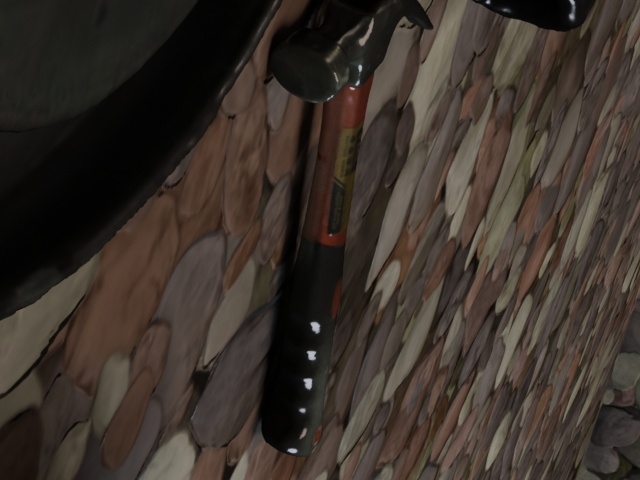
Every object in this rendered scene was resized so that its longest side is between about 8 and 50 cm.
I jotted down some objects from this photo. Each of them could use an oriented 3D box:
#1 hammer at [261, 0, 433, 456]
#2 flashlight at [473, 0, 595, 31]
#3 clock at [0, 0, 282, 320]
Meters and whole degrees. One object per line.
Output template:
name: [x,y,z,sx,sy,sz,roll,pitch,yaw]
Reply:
hammer: [0.001,0.000,0.837,0.111,0.033,0.288,-51,159,-45]
flashlight: [0.185,-0.300,0.962,0.424,0.103,0.103,-63,165,-12]
clock: [-0.055,-0.135,0.377,0.319,0.066,0.319,-58,162,-32]
